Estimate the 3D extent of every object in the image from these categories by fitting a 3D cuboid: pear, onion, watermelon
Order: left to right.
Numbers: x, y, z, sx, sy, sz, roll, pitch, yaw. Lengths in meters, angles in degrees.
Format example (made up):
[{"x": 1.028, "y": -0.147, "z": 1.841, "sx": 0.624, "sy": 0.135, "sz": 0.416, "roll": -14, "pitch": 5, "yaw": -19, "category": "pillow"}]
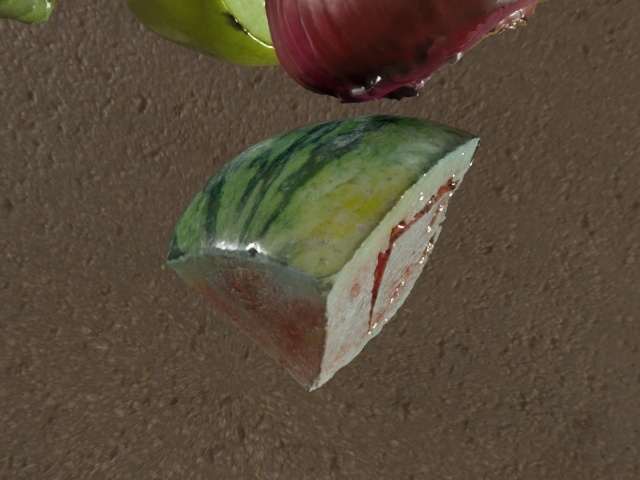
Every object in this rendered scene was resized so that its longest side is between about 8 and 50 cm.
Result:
[{"x": -0.165, "y": -0.377, "z": 0.996, "sx": 0.318, "sy": 0.343, "sz": 0.238, "roll": 13, "pitch": 97, "yaw": 37, "category": "pear"}, {"x": 0.000, "y": 0.000, "z": 0.658, "sx": 0.213, "sy": 0.262, "sz": 0.201, "roll": -44, "pitch": 128, "yaw": -37, "category": "watermelon"}, {"x": 0.066, "y": -0.183, "z": 0.455, "sx": 0.161, "sy": 0.248, "sz": 0.248, "roll": 41, "pitch": 77, "yaw": -14, "category": "onion"}]

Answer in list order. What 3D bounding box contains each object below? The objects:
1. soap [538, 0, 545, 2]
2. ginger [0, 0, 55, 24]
[{"x": 0.157, "y": -0.232, "z": 0.575, "sx": 0.089, "sy": 0.140, "sz": 0.045, "roll": 49, "pitch": 52, "yaw": -38, "category": "soap"}, {"x": -0.422, "y": -0.396, "z": 0.918, "sx": 0.089, "sy": 0.289, "sz": 0.137, "roll": 40, "pitch": 56, "yaw": 14, "category": "ginger"}]
